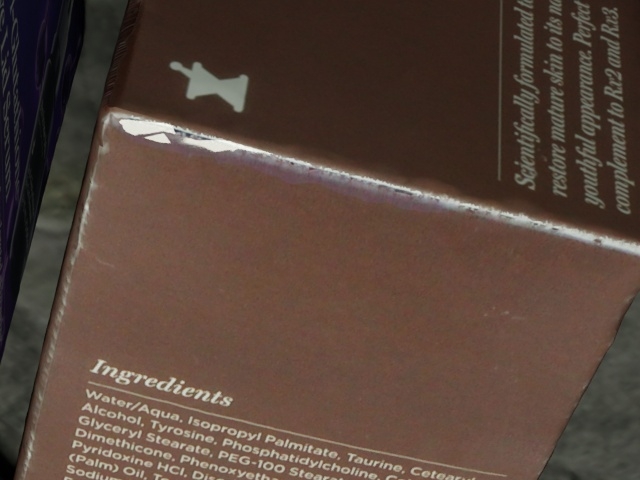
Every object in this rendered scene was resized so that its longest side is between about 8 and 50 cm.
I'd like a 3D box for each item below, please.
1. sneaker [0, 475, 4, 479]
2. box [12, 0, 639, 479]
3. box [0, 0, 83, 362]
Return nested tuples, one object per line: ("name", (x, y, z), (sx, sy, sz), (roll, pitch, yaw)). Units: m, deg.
("sneaker", (-0.202, 0.089, 0.772), (0.319, 0.112, 0.131), (37, 129, -27))
("box", (0.000, 0.000, 0.632), (0.167, 0.168, 0.203), (14, 133, -6))
("box", (-0.138, -0.067, 0.558), (0.108, 0.207, 0.153), (6, 134, -1))
